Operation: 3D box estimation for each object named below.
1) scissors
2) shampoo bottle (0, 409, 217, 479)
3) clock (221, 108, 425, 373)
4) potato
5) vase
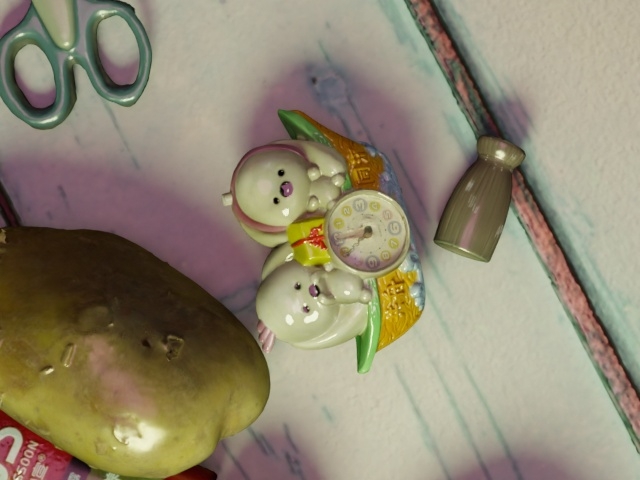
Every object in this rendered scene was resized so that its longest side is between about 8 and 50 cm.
[{"bbox_3d":[-0.237,-0.242,1.601,0.138,0.041,0.289,-16,90,8],"label":"scissors"},{"bbox_3d":[-0.247,0.188,1.580,0.314,0.076,0.118,24,93,1],"label":"shampoo bottle"},{"bbox_3d":[0.000,0.000,1.562,0.144,0.103,0.231,-12,80,-14],"label":"clock"},{"bbox_3d":[-0.185,0.081,1.538,0.296,0.141,0.191,25,46,12],"label":"potato"},{"bbox_3d":[0.136,-0.036,1.592,0.053,0.053,0.101,22,85,1],"label":"vase"}]
